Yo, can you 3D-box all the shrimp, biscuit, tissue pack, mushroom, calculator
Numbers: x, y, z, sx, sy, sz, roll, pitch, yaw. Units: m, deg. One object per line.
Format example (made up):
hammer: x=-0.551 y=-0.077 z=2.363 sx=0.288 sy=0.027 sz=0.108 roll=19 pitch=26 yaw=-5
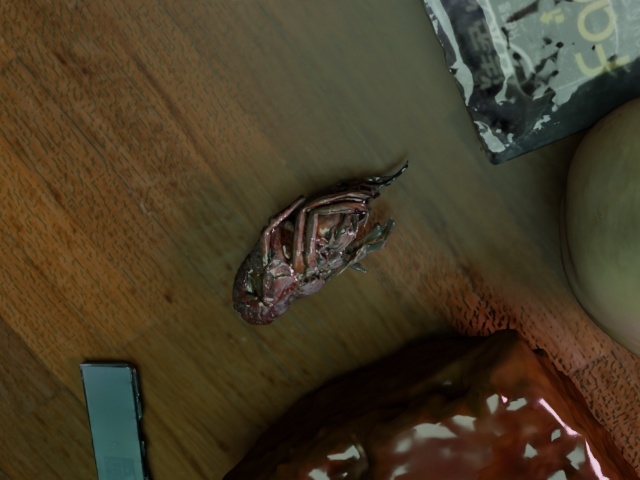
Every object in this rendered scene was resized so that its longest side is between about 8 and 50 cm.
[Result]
shrimp: x=0.000 y=-0.001 z=0.639 sx=0.190 sy=0.075 sz=0.073 roll=-39 pitch=69 yaw=8
biscuit: x=0.128 y=0.286 z=0.674 sx=0.343 sy=0.166 sz=0.395 roll=-32 pitch=102 yaw=18
tissue pack: x=0.196 y=-0.175 z=0.546 sx=0.235 sy=0.073 sz=0.173 roll=-21 pitch=105 yaw=13
mushroom: x=0.298 y=-0.012 z=0.524 sx=0.234 sy=0.254 sz=0.260 roll=-57 pitch=140 yaw=-14
calculator: x=-0.194 y=0.194 z=0.759 sx=0.057 sy=0.018 sz=0.172 roll=-1 pitch=110 yaw=6
